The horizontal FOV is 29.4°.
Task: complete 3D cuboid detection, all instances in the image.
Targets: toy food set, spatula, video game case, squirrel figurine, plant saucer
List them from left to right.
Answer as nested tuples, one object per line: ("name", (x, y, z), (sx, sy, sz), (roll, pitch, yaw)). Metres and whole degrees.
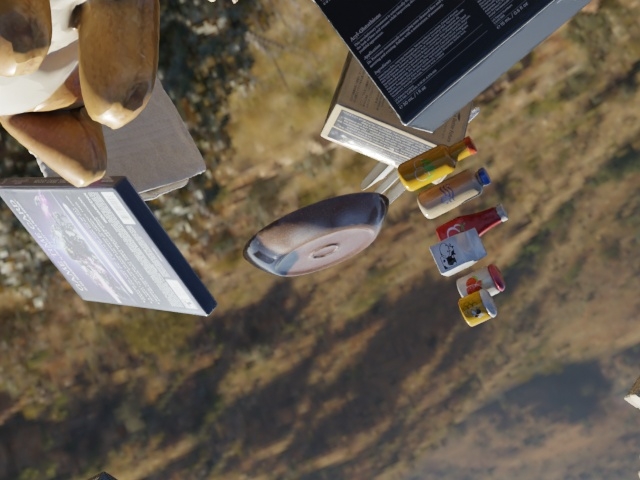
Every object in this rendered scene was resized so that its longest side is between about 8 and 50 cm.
("squirrel figurine", (-0.207, -0.288, 0.978), (0.281, 0.397, 0.370), (20, 140, -36))
("video game case", (-0.261, 0.004, 1.458), (0.274, 0.196, 0.026), (4, -135, 48))
("plant saucer", (0.000, 0.000, 1.539), (0.198, 0.036, 0.198), (-18, 163, -6))
("spatula", (0.169, -0.158, 2.118), (0.242, 0.019, 0.168), (-46, -163, 6))
("toy food set", (0.200, -0.013, 1.595), (0.104, 0.232, 0.111), (-27, 166, 15))

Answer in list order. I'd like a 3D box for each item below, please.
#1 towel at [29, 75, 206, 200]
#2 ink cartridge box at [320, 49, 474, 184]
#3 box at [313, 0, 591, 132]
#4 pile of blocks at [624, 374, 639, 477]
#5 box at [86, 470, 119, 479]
("towel", (-0.300, -0.141, 1.740), (0.049, 0.187, 0.282), (-35, 170, 39))
("ink cartridge box", (0.124, -0.221, 1.781), (0.193, 0.235, 0.088), (23, 142, -6))
("box", (0.148, -0.265, 1.256), (0.261, 0.184, 0.103), (-39, 167, 18))
("pile of blocks", (0.446, 0.306, 1.470), (0.149, 0.362, 0.112), (1, 171, 4))
("box", (-0.275, 0.415, 1.762), (0.059, 0.183, 0.232), (-59, -171, -25))
